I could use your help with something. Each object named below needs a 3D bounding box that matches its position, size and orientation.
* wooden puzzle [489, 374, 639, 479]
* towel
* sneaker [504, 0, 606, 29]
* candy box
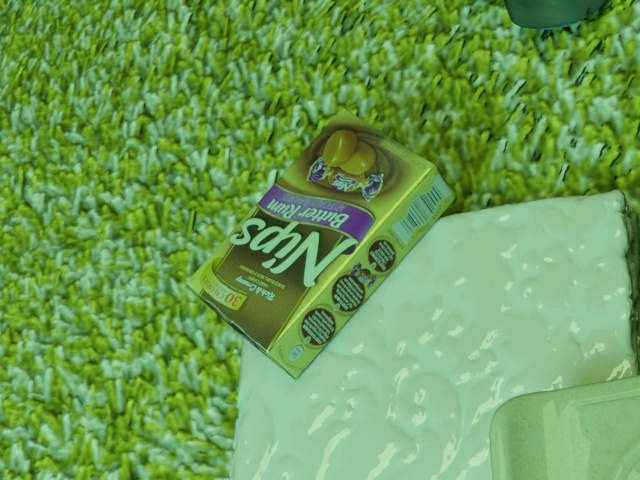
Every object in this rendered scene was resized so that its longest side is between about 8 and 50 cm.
[{"bbox_3d":[0.277,0.219,0.741,0.348,0.080,0.322,-12,67,23],"label":"wooden puzzle"},{"bbox_3d":[0.079,0.131,0.979,0.317,0.053,0.332,-10,55,23],"label":"towel"},{"bbox_3d":[0.231,-0.343,1.143,0.125,0.139,0.341,8,63,36],"label":"sneaker"},{"bbox_3d":[0.000,0.000,1.041,0.187,0.053,0.109,-50,50,-6],"label":"candy box"}]
